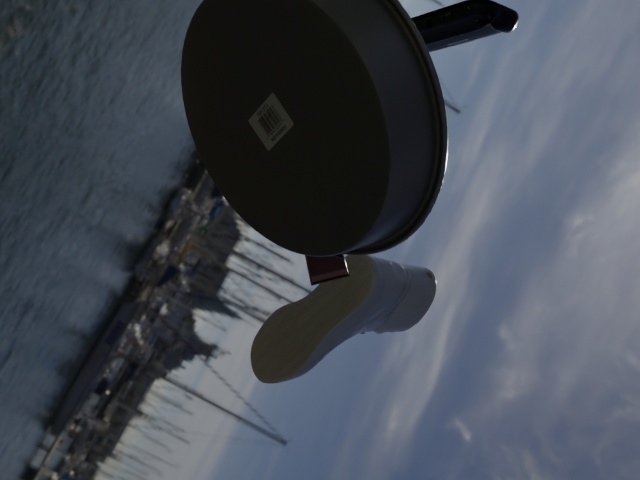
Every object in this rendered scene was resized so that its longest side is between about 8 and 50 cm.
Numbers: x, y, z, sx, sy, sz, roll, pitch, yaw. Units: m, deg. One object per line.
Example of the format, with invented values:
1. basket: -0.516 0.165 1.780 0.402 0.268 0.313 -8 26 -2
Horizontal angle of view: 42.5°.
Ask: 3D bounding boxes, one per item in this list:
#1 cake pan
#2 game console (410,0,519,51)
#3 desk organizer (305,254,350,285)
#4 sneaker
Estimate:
1. cake pan: -0.023 -0.110 0.733 0.054 0.293 0.293 -31 165 -39
2. game console: 0.122 -0.285 1.192 0.361 0.213 0.044 -4 -87 46
3. desk organizer: 0.000 0.000 0.984 0.130 0.047 0.050 -105 -179 -67
4. sneaker: 0.039 0.124 1.185 0.292 0.169 0.108 -39 -124 36
